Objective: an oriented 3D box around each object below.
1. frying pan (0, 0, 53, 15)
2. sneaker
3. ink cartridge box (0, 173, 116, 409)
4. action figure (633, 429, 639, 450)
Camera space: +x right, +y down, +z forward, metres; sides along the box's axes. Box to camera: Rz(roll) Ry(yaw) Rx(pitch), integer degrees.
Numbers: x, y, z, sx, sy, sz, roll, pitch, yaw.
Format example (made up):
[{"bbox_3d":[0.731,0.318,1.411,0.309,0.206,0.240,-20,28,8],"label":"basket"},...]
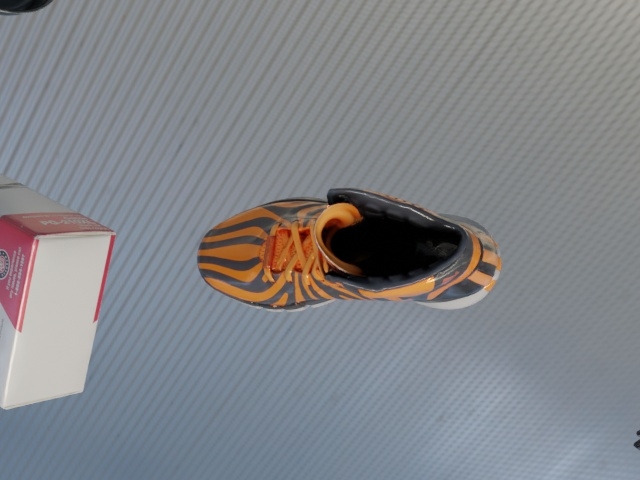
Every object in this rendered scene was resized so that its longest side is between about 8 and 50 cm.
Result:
[{"bbox_3d":[-0.481,-0.417,1.247,0.326,0.197,0.053,48,128,-3],"label":"frying pan"},{"bbox_3d":[0.000,0.000,0.906,0.321,0.125,0.180,-3,170,22],"label":"sneaker"},{"bbox_3d":[-0.328,0.032,0.941,0.100,0.237,0.172,-5,114,-54],"label":"ink cartridge box"},{"bbox_3d":[0.313,0.179,0.567,0.276,0.164,0.141,47,129,2],"label":"action figure"}]
